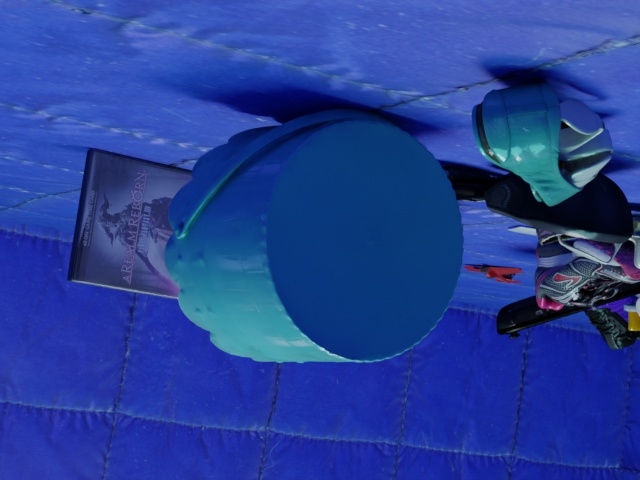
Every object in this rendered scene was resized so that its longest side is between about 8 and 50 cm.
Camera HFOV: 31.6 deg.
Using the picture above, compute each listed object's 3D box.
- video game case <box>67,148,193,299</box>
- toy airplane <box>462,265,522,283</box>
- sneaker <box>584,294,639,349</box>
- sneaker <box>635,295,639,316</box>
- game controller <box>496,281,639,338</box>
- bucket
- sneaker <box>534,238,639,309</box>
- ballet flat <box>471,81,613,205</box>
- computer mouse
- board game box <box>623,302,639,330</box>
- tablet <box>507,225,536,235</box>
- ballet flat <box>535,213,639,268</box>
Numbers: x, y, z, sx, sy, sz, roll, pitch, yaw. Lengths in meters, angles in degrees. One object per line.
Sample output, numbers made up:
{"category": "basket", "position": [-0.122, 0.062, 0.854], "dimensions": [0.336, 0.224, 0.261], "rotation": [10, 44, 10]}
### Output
{"category": "video game case", "position": [-0.233, -0.013, 1.696], "dimensions": [0.274, 0.196, 0.026], "rotation": [12, 171, -32]}
{"category": "toy airplane", "position": [0.396, 0.076, 2.539], "dimensions": [0.151, 0.028, 0.151], "rotation": [7, 173, 1]}
{"category": "sneaker", "position": [0.636, 0.163, 2.454], "dimensions": [0.293, 0.146, 0.102], "rotation": [12, 173, -34]}
{"category": "sneaker", "position": [0.633, 0.073, 1.903], "dimensions": [0.094, 0.080, 0.212], "rotation": [-21, 174, -39]}
{"category": "game controller", "position": [0.476, 0.112, 2.065], "dimensions": [0.319, 0.067, 0.166], "rotation": [-18, 167, 10]}
{"category": "bucket", "position": [0.000, 0.000, 1.170], "dimensions": [0.281, 0.281, 0.183], "rotation": [12, 172, -33]}
{"category": "sneaker", "position": [0.451, 0.060, 1.867], "dimensions": [0.121, 0.112, 0.299], "rotation": [10, 174, -13]}
{"category": "ballet flat", "position": [0.208, -0.081, 0.986], "dimensions": [0.087, 0.083, 0.247], "rotation": [-10, 169, 23]}
{"category": "computer mouse", "position": [0.251, -0.055, 1.272], "dimensions": [0.189, 0.072, 0.272], "rotation": [8, -173, -21]}
{"category": "board game box", "position": [0.817, 0.140, 2.053], "dimensions": [0.390, 0.050, 0.390], "rotation": [3, -176, 43]}
{"category": "tablet", "position": [0.349, -0.013, 1.817], "dimensions": [0.083, 0.006, 0.054], "rotation": [9, 174, -12]}
{"category": "ballet flat", "position": [0.388, -0.006, 1.458], "dimensions": [0.222, 0.079, 0.077], "rotation": [7, 173, 14]}
